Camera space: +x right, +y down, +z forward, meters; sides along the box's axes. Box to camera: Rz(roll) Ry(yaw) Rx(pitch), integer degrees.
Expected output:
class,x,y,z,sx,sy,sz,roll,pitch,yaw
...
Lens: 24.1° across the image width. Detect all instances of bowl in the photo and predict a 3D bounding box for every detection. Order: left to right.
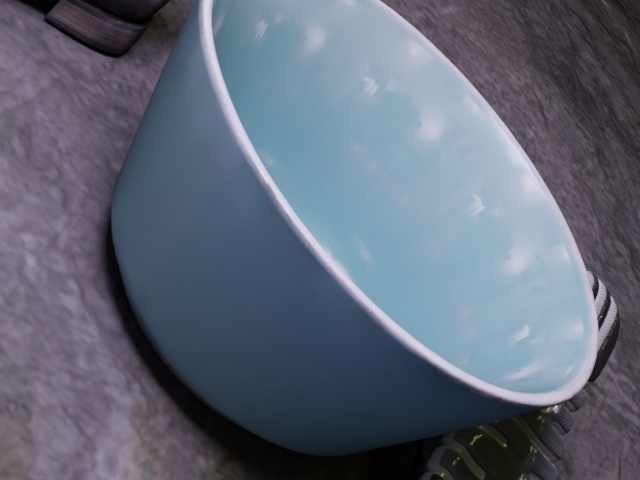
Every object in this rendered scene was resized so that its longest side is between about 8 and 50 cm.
class,x,y,z,sx,sy,sz,roll,pitch,yaw
bowl,0.000,0.000,0.877,0.311,0.163,0.312,35,33,-26

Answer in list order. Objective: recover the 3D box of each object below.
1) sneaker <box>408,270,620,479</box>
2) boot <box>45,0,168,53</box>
class,x,y,z,sx,sy,sz,roll,pitch,yaw
sneaker,0.093,0.115,0.971,0.086,0.132,0.229,51,62,-25
boot,-0.129,-0.241,0.904,0.263,0.229,0.091,24,38,-41
